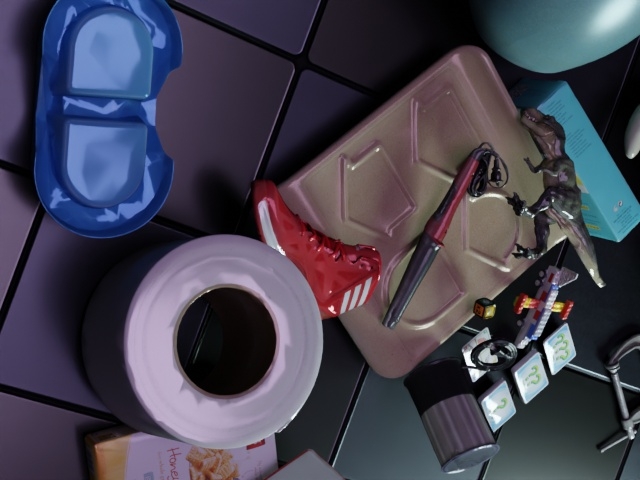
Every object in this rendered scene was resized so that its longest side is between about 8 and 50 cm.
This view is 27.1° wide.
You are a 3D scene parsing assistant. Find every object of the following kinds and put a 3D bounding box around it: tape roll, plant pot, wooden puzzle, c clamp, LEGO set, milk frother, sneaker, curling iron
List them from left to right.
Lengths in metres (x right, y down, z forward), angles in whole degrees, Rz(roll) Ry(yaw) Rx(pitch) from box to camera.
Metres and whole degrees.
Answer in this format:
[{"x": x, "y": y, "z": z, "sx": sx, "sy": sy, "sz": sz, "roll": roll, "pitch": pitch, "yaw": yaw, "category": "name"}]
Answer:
[{"x": -0.141, "y": 0.117, "z": 1.561, "sx": 0.246, "sy": 0.169, "sz": 0.246, "roll": 2, "pitch": 85, "yaw": -26, "category": "tape roll"}, {"x": 0.000, "y": 0.000, "z": 1.630, "sx": 0.128, "sy": 0.087, "sz": 0.221, "roll": -18, "pitch": 129, "yaw": 5, "category": "sneaker"}, {"x": 0.134, "y": -0.039, "z": 1.760, "sx": 0.348, "sy": 0.080, "sz": 0.322, "roll": -37, "pitch": 114, "yaw": -12, "category": "wooden puzzle"}, {"x": 0.159, "y": -0.003, "z": 1.714, "sx": 0.068, "sy": 0.035, "sz": 0.274, "roll": 33, "pitch": 87, "yaw": -26, "category": "curling iron"}, {"x": 0.206, "y": 0.215, "z": 1.756, "sx": 0.129, "sy": 0.143, "sz": 0.134, "roll": 1, "pitch": 56, "yaw": -41, "category": "milk frother"}, {"x": 0.286, "y": 0.145, "z": 1.842, "sx": 0.182, "sy": 0.060, "sz": 0.244, "roll": -38, "pitch": 133, "yaw": -17, "category": "LEGO set"}, {"x": 0.301, "y": -0.332, "z": 1.705, "sx": 0.290, "sy": 0.290, "sz": 0.195, "roll": 4, "pitch": 133, "yaw": -28, "category": "plant pot"}, {"x": 0.468, "y": 0.226, "z": 2.009, "sx": 0.137, "sy": 0.022, "sz": 0.160, "roll": -21, "pitch": 109, "yaw": -23, "category": "c clamp"}]

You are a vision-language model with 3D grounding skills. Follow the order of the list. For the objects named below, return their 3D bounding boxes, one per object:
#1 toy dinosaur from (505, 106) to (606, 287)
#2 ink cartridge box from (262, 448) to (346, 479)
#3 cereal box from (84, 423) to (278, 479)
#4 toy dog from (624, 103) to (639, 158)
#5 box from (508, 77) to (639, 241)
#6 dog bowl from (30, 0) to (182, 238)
[{"x": 0.302, "y": -0.037, "z": 1.737, "sx": 0.118, "sy": 0.064, "sz": 0.268, "roll": -27, "pitch": 107, "yaw": -24, "category": "toy dinosaur"}, {"x": -0.026, "y": 0.438, "z": 1.703, "sx": 0.197, "sy": 0.114, "sz": 0.272, "roll": -32, "pitch": 127, "yaw": -19, "category": "ink cartridge box"}, {"x": -0.168, "y": 0.299, "z": 1.674, "sx": 0.240, "sy": 0.047, "sz": 0.173, "roll": -13, "pitch": 105, "yaw": -25, "category": "cereal box"}, {"x": 0.625, "y": -0.033, "z": 1.902, "sx": 0.395, "sy": 0.284, "sz": 0.407, "roll": -4, "pitch": 103, "yaw": -27, "category": "toy dog"}, {"x": 0.348, "y": -0.112, "z": 1.840, "sx": 0.060, "sy": 0.100, "sz": 0.244, "roll": -43, "pitch": 115, "yaw": -14, "category": "box"}, {"x": -0.254, "y": -0.155, "z": 1.533, "sx": 0.166, "sy": 0.074, "sz": 0.297, "roll": 1, "pitch": 99, "yaw": -28, "category": "dog bowl"}]
